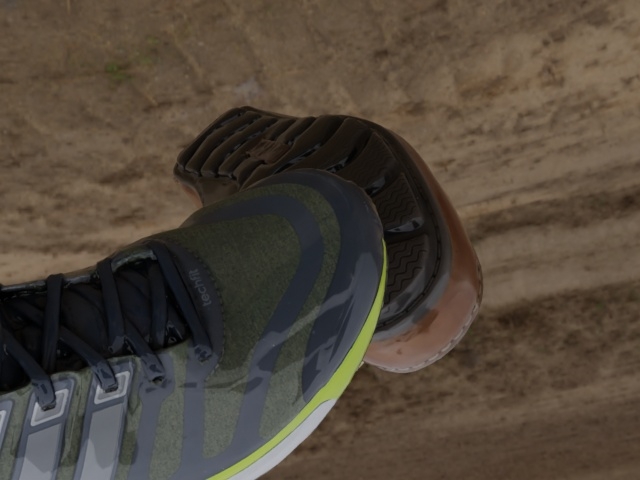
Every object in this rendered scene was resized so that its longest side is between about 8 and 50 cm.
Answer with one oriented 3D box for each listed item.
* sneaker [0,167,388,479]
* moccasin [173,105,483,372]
[{"bbox_3d":[-0.106,0.056,0.319,0.300,0.111,0.121,-31,150,-10],"label":"sneaker"},{"bbox_3d":[-0.002,0.002,0.601,0.147,0.139,0.380,49,168,-23],"label":"moccasin"}]
